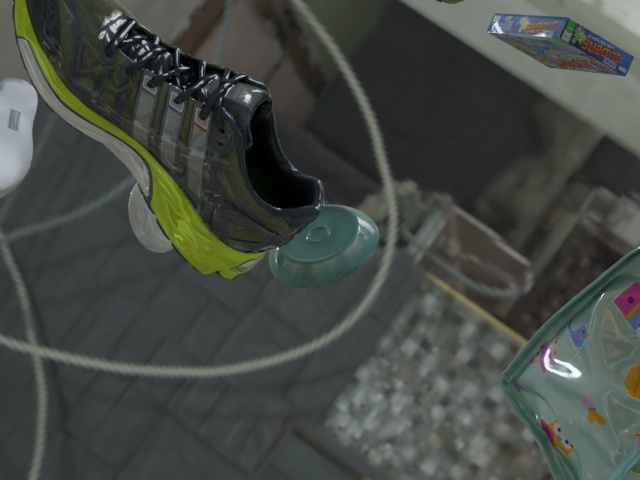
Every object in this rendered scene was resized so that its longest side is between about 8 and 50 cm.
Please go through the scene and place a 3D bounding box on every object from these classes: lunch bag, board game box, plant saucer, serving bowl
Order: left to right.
[{"bbox_3d":[-0.161,-0.030,1.493,0.027,0.083,0.083,-9,23,38],"label":"serving bowl"},{"bbox_3d":[0.000,0.000,1.475,0.119,0.119,0.021,-49,-43,-29],"label":"plant saucer"},{"bbox_3d":[0.361,-0.298,2.168,0.201,0.136,0.035,22,88,64],"label":"board game box"},{"bbox_3d":[0.297,0.071,1.052,0.223,0.160,0.262,-6,-35,-32],"label":"lunch bag"}]

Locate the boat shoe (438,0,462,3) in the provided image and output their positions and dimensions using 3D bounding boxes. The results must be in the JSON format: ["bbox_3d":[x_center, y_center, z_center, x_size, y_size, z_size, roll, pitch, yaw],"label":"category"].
[{"bbox_3d":[0.118,-0.245,1.339,0.152,0.056,0.049,154,110,-77],"label":"boat shoe"}]

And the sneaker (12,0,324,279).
[{"bbox_3d":[-0.105,-0.106,1.067,0.121,0.300,0.111,-22,31,35],"label":"sneaker"}]

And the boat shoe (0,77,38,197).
[{"bbox_3d":[-0.265,-0.078,1.191,0.040,0.049,0.142,-51,23,38],"label":"boat shoe"}]
